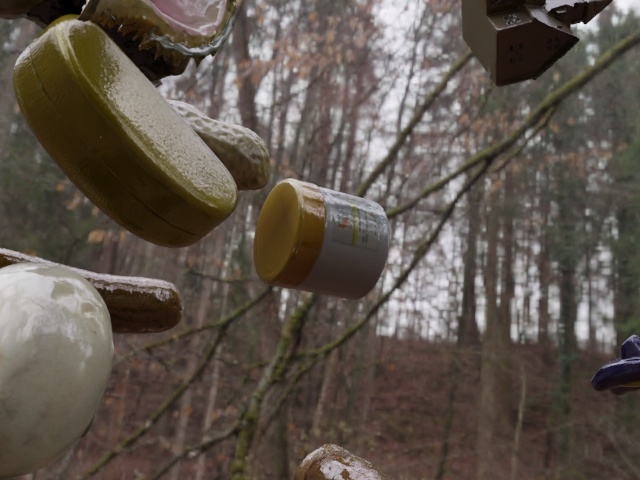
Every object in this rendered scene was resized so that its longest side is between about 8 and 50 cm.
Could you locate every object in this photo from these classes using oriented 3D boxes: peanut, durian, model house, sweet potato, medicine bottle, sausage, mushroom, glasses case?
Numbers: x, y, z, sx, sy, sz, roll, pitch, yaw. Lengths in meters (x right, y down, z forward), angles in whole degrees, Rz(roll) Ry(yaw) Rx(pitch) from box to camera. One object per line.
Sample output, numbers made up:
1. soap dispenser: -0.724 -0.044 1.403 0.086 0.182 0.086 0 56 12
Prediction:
1. peanut: -0.233 -0.173 1.540 0.313 0.152 0.152 13 -22 -23
2. durian: -0.185 -0.325 1.037 0.195 0.305 0.185 28 -37 -32
3. model house: 0.383 -0.400 1.411 0.248 0.181 0.176 -16 -44 -6
4. sweet potato: 0.051 0.396 1.278 0.131 0.131 0.336 13 -8 -14
5. medicine bottle: 0.000 0.000 1.851 0.231 0.238 0.238 12 -21 -27
6. sausage: -0.515 0.113 1.729 0.500 0.123 0.136 15 -55 -32
7. mushroom: -0.329 0.149 0.932 0.246 0.246 0.202 -4 -32 28
8. glasses case: -0.292 -0.141 1.214 0.141 0.173 0.371 -35 -75 25

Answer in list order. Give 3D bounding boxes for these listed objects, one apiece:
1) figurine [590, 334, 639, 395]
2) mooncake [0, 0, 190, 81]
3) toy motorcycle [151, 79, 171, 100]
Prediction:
1. figurine: 0.559 0.319 1.166 0.193 0.421 0.154 -35 -23 25
2. mooncake: -0.389 -0.418 1.392 0.246 0.393 0.394 23 -37 34
3. toy motorcycle: -0.430 -0.310 1.681 0.223 0.341 0.108 -30 -5 -1
